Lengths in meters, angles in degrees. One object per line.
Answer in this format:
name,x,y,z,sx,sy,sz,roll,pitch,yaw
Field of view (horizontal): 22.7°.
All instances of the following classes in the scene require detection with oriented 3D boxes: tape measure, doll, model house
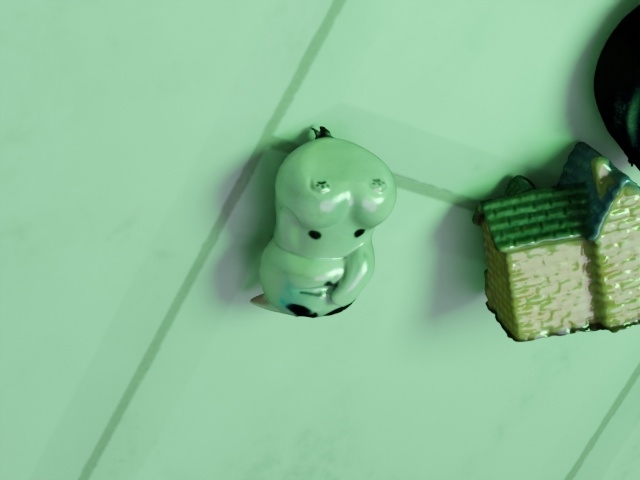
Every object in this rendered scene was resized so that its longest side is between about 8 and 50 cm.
tape measure,0.378,-0.155,1.593,0.202,0.135,0.223,-26,131,-3
doll,0.002,-0.004,1.461,0.110,0.107,0.180,-1,121,-21
model house,0.252,-0.009,1.608,0.183,0.166,0.172,-15,114,-6
